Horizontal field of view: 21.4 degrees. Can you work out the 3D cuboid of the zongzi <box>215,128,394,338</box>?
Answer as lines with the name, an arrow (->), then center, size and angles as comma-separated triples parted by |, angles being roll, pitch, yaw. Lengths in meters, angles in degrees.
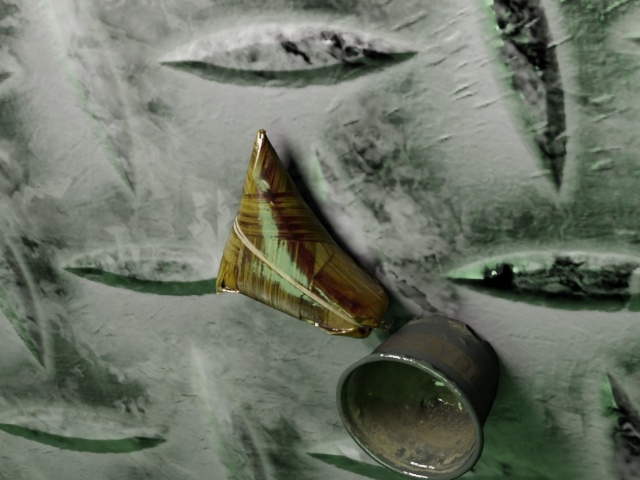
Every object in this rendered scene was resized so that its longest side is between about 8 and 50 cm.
zongzi -> 0.000, 0.000, 1.668 | 0.187, 0.084, 0.184 | 22, 124, 9

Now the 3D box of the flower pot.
flower pot -> 0.107, 0.149, 1.686 | 0.157, 0.107, 0.157 | 16, 128, 21
